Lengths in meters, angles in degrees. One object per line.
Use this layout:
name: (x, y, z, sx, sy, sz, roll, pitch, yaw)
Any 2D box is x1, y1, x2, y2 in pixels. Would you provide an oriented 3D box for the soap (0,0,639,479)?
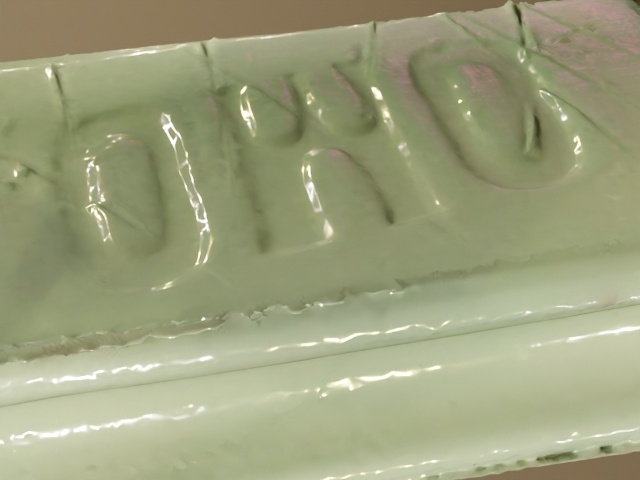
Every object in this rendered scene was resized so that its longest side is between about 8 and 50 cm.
soap: (0.000, 0.000, 0.430, 0.261, 0.094, 0.150, -7, -145, -11)
